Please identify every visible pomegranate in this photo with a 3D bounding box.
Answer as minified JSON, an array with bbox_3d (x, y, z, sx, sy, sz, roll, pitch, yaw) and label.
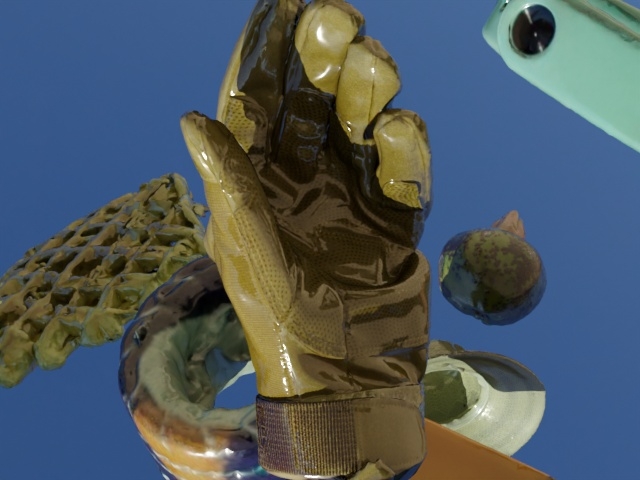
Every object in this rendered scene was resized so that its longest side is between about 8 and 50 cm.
[{"bbox_3d":[0.223,0.038,1.666,0.138,0.125,0.163,15,-156,15],"label":"pomegranate"}]

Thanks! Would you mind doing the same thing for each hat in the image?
[{"bbox_3d":[0.143,0.181,1.597,0.252,0.252,0.110,11,-139,-21],"label":"hat"}]

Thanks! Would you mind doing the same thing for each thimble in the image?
[{"bbox_3d":[-0.040,0.114,1.075,0.237,0.150,0.237,-10,-135,10],"label":"thimble"}]

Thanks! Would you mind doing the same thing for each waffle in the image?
[{"bbox_3d":[-0.257,0.036,1.459,0.073,0.297,0.317,58,-177,-23],"label":"waffle"}]

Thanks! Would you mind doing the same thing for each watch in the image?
[{"bbox_3d":[0.204,-0.085,0.748,0.195,0.068,0.237,7,-150,-50],"label":"watch"}]

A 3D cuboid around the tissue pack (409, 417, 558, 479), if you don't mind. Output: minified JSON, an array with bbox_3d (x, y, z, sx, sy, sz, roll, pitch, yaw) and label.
[{"bbox_3d":[0.131,0.363,1.421,0.194,0.145,0.274,23,-107,31],"label":"tissue pack"}]

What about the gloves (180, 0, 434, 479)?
[{"bbox_3d":[0.000,-0.001,0.842,0.154,0.331,0.141,-6,-169,6],"label":"gloves"}]
